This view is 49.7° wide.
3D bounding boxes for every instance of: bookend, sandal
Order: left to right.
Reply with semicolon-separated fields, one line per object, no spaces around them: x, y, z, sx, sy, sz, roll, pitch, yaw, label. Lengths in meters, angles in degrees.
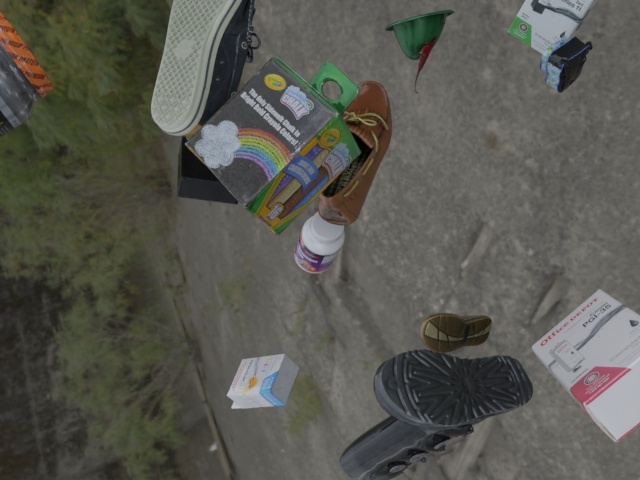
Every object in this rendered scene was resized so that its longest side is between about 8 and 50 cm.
-0.286;-0.181;1.774;0.072;0.156;0.157;114;155;-44;bookend
0.229;0.152;1.201;0.049;0.180;0.072;30;110;46;sandal

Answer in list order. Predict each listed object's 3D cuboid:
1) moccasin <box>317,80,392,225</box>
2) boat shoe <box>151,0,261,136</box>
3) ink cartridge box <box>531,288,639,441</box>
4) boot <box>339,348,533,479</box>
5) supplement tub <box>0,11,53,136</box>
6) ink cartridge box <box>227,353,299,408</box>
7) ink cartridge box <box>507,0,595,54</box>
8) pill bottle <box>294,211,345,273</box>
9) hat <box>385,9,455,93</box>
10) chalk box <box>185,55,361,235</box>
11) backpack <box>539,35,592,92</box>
0.071;-0.223;1.590;0.139;0.380;0.147;15;153;21;moccasin
-0.234;-0.462;1.550;0.186;0.156;0.500;14;87;32;boat shoe
0.579;0.241;1.395;0.117;0.207;0.283;46;-174;-12;ink cartridge box
0.164;0.383;1.443;0.445;0.367;0.146;-46;45;46;boot
-0.611;-0.226;1.113;0.193;0.316;0.193;50;166;17;supplement tub
-0.148;0.333;1.622;0.181;0.104;0.061;-15;129;38;ink cartridge box
0.608;-0.599;1.782;0.153;0.087;0.208;37;133;13;ink cartridge box
0.000;0.000;1.714;0.193;0.108;0.108;115;137;-63;pill bottle
0.260;-0.469;1.753;0.173;0.208;0.184;4;109;62;hat
-0.056;-0.187;1.236;0.180;0.289;0.179;46;179;22;chalk box
0.583;-0.424;1.659;0.084;0.105;0.114;46;167;29;backpack
